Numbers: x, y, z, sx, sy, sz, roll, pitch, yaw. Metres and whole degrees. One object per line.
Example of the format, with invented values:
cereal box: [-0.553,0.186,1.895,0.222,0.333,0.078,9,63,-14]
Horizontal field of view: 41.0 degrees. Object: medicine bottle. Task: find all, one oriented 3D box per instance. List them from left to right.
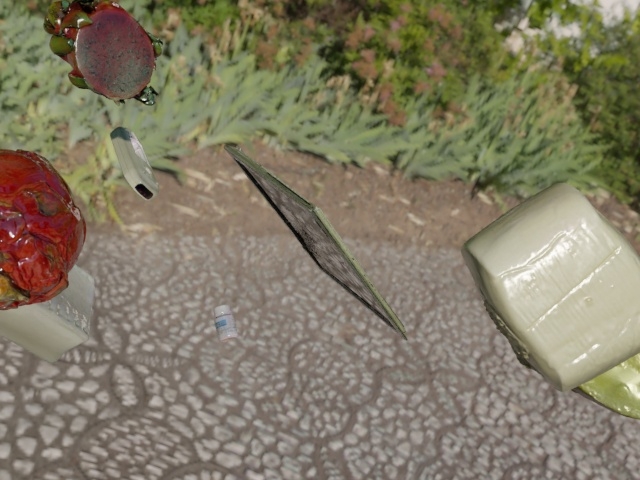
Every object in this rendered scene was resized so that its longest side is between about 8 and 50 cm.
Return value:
medicine bottle: [-0.248,0.215,2.217,0.052,0.052,0.089,-1,68,-39]

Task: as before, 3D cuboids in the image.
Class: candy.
candy: [-0.676,0.102,1.899,0.358,0.145,0.208,39,26,-37]

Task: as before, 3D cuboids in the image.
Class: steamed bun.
steamed bun: [0.314,0.059,1.129,0.250,0.200,0.155,56,-1,-12]

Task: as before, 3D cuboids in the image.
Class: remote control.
remote control: [-0.362,-0.155,1.671,0.078,0.042,0.221,48,6,-42]

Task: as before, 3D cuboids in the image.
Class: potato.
potato: [0.431,0.178,1.358,0.298,0.141,0.176,26,11,35]

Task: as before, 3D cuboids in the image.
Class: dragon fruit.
dragon fruit: [-0.535,-0.018,1.410,0.277,0.277,0.342,3,31,-34]
dragon fruit: [-0.295,-0.268,1.152,0.175,0.142,0.138,36,41,28]

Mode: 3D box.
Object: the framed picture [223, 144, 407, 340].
framed picture: [0.000,0.000,1.172,0.232,0.019,0.296,38,-11,47]
